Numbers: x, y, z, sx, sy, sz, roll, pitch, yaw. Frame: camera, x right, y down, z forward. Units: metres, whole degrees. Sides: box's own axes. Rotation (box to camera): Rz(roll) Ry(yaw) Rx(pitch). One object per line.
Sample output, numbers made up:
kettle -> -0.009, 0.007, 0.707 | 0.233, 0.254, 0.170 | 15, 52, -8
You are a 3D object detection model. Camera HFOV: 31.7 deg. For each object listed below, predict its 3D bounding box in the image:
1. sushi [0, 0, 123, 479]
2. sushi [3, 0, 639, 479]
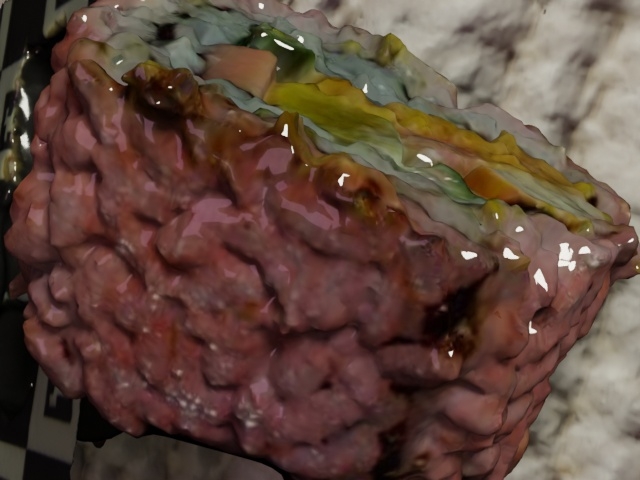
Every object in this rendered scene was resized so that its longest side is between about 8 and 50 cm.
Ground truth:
sushi -> -0.153, 0.002, 0.747 | 0.296, 0.100, 0.373 | -10, 72, 57
sushi -> 0.000, 0.000, 0.517 | 0.270, 0.236, 0.171 | 26, 114, 7
